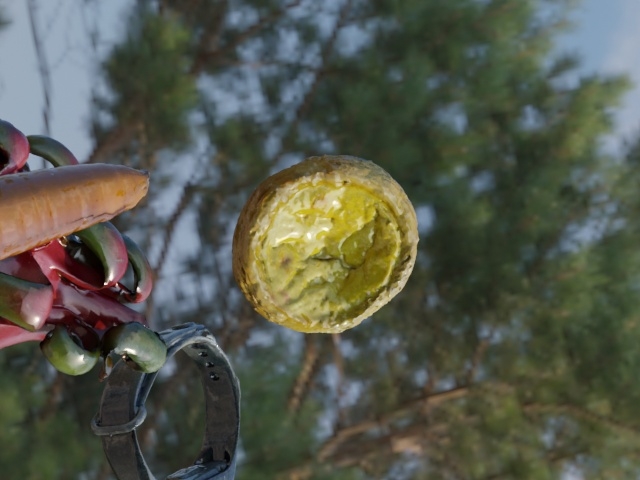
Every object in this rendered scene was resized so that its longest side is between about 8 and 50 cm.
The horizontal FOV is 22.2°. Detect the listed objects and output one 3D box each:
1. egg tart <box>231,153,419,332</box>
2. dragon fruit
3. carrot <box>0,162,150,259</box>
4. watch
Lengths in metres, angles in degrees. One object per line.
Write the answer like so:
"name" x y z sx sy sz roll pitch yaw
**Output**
"egg tart" 0.000 0.000 1.623 0.074 0.191 0.191 -135 -143 -69
"dragon fruit" -0.248 0.003 1.169 0.198 0.273 0.218 92 -2 -46
"carrot" -0.198 -0.001 0.826 0.062 0.271 0.066 52 -33 34
"watch" -0.160 0.193 1.747 0.068 0.206 0.193 -10 -87 31
